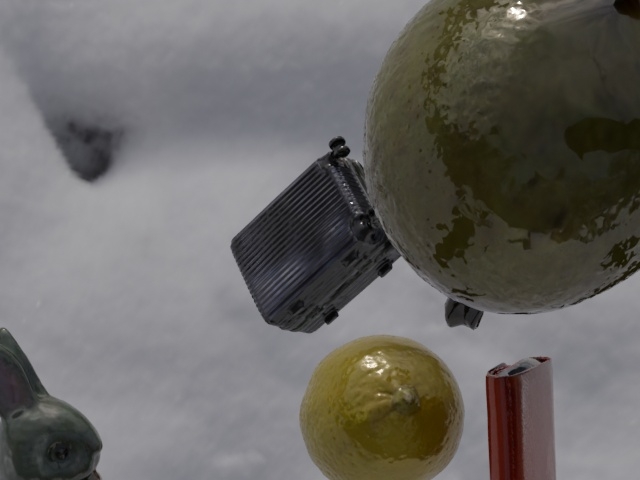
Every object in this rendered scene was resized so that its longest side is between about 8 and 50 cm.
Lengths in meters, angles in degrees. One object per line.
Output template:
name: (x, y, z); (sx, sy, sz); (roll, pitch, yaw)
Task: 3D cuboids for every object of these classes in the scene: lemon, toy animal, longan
lemon: (0.067, 0.187, 1.776); (0.178, 0.203, 0.178); (4, 72, -13)
toy animal: (-0.225, 0.196, 1.333); (0.108, 0.236, 0.138); (8, 25, 15)
longan: (0.086, -0.032, 0.691); (0.155, 0.176, 0.145); (-3, 31, -39)

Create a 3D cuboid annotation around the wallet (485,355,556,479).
wallet: (0.206, 0.226, 1.679); (0.142, 0.045, 0.204); (-11, 99, -63)

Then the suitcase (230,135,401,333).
suitcase: (0.000, 0.000, 1.128); (0.059, 0.126, 0.086); (18, 37, -49)
